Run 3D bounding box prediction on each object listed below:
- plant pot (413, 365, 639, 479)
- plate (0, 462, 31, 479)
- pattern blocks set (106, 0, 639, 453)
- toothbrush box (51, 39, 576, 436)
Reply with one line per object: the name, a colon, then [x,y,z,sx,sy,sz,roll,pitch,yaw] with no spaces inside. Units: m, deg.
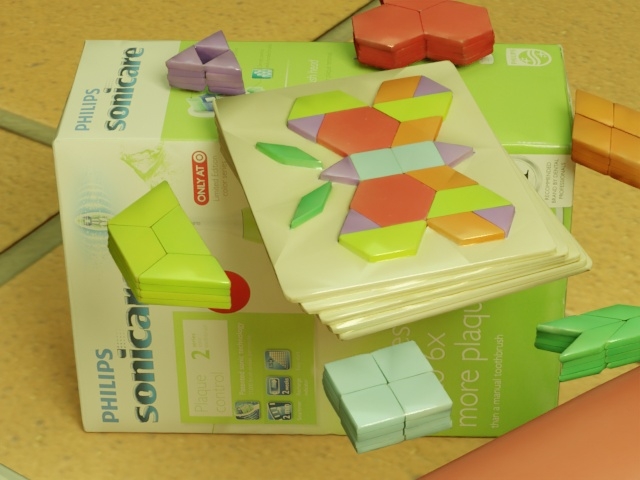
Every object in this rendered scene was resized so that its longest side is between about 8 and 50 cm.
plant pot: [0.171,0.167,0.806,0.243,0.275,0.275,-15,35,-6]
plate: [-0.240,0.186,0.961,0.278,0.045,0.277,23,40,30]
pattern blocks set: [0.034,-0.030,0.936,0.285,0.026,0.325,-21,43,-22]
toothbrush box: [0.000,0.000,1.090,0.283,0.206,0.122,2,34,3]
